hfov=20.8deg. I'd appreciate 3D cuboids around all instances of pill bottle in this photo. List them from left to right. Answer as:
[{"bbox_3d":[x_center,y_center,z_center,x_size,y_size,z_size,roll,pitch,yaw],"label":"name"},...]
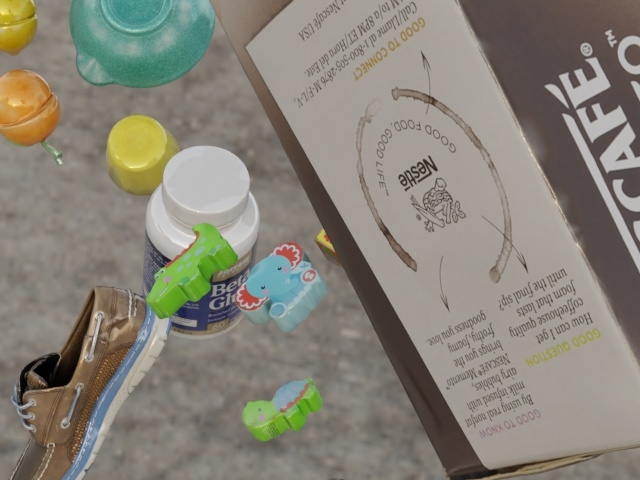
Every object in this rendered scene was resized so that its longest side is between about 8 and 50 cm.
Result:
[{"bbox_3d":[-0.099,0.001,1.445,0.094,0.169,0.094,3,54,-5],"label":"pill bottle"}]

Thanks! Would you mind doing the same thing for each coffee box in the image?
[{"bbox_3d":[0.063,-0.095,0.552,0.168,0.297,0.119,-27,2,-32],"label":"coffee box"}]

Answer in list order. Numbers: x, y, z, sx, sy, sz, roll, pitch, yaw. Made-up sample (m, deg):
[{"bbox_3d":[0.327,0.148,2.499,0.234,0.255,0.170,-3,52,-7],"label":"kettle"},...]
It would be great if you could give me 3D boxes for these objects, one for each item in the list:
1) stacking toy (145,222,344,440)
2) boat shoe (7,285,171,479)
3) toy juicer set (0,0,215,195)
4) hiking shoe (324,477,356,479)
[{"bbox_3d":[0.000,0.000,1.049,0.221,0.167,0.052,-47,49,-14],"label":"stacking toy"},{"bbox_3d":[-0.178,0.108,1.212,0.066,0.183,0.066,28,7,-26],"label":"boat shoe"},{"bbox_3d":[-0.200,-0.216,1.603,0.209,0.329,0.089,13,-11,3],"label":"toy juicer set"},{"bbox_3d":[0.019,0.282,1.620,0.114,0.086,0.227,-22,14,-40],"label":"hiking shoe"}]
